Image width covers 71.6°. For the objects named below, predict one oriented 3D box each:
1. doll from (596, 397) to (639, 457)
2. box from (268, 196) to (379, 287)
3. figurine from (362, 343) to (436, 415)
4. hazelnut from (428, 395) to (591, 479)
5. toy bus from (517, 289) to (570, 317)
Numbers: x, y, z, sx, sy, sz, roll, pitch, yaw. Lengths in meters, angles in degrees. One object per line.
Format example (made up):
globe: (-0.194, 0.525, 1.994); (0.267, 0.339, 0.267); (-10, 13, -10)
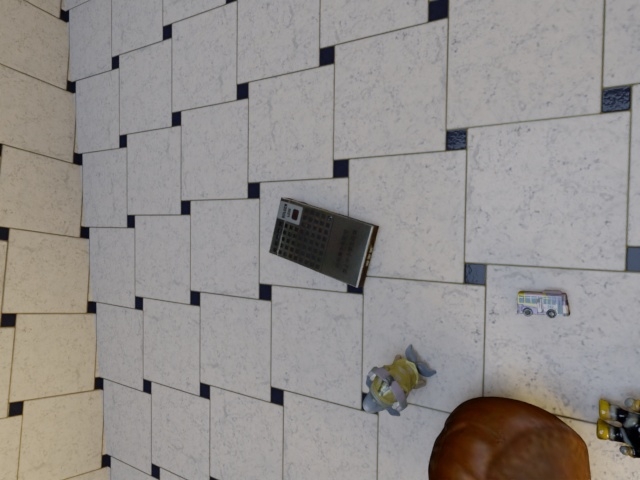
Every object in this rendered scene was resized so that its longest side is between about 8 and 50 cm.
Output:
doll: (0.696, 0.392, 0.825); (0.316, 0.103, 0.146); (8, 84, 39)
box: (0.000, -0.001, 1.290); (0.324, 0.047, 0.181); (20, 102, 31)
figurine: (0.188, 0.356, 1.114); (0.208, 0.184, 0.128); (-37, 67, -18)
hazelnut: (0.382, 0.506, 0.924); (0.372, 0.315, 0.373); (-36, 48, 53)
toy bus: (0.492, 0.138, 0.979); (0.102, 0.052, 0.058); (-2, 91, 34)
